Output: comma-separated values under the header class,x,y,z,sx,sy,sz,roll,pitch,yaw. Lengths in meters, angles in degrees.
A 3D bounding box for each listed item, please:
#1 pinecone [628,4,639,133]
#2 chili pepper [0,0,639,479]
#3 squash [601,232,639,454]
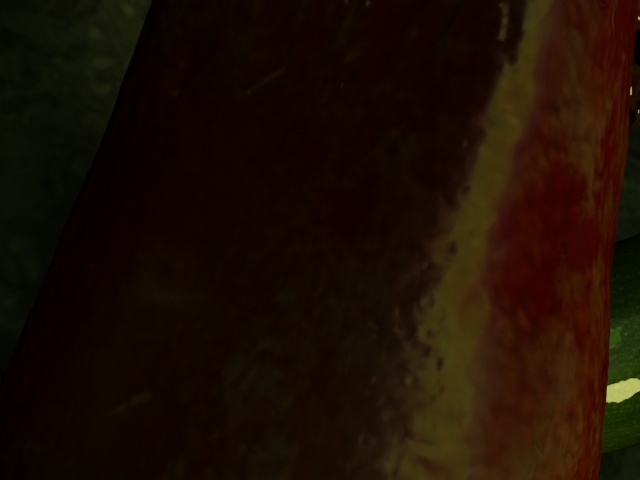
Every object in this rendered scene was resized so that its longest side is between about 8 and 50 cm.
class,x,y,z,sx,sy,sz,roll,pitch,yaw
pinecone,0.134,-0.173,0.837,0.224,0.224,0.273,27,79,-14
chili pepper,0.000,0.000,0.618,0.229,0.251,0.305,15,83,-26
squash,0.208,0.034,0.838,0.395,0.107,0.107,-19,76,-35
